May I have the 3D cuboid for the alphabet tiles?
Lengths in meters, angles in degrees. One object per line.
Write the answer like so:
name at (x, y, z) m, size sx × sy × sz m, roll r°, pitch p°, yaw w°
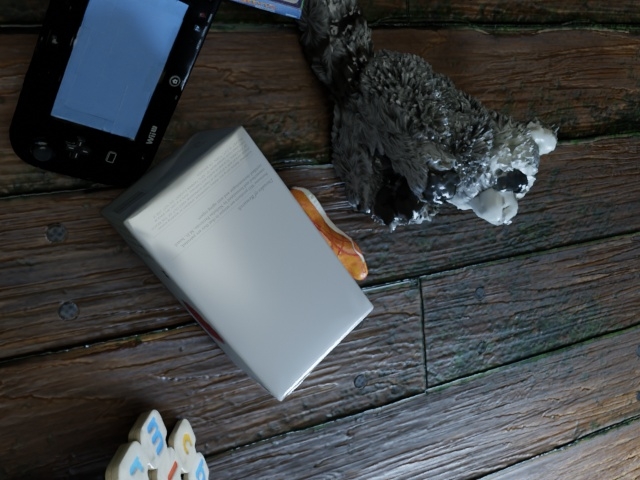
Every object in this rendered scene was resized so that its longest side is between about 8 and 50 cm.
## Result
alphabet tiles at (-0.184, 0.362, 0.803) m, size 0.021 × 0.278 × 0.284 m, roll -16°, pitch 105°, yaw 9°

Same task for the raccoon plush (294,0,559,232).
raccoon plush at (0.174, -0.221, 0.940) m, size 0.299 × 0.216 × 0.446 m, roll -25°, pitch 107°, yaw -30°

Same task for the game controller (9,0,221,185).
game controller at (-0.230, -0.209, 0.738) m, size 0.166 × 0.067 × 0.319 m, roll 18°, pitch 116°, yaw -26°

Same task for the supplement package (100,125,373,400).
supplement package at (-0.106, 0.025, 0.832) m, size 0.175 × 0.177 × 0.293 m, roll -43°, pitch 112°, yaw -16°

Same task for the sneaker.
sneaker at (0.000, 0.000, 0.951) m, size 0.175 × 0.064 × 0.067 m, roll 45°, pitch 73°, yaw -12°

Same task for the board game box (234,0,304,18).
board game box at (-0.105, -0.375, 0.818) m, size 0.201 × 0.035 × 0.136 m, roll 15°, pitch 90°, yaw -4°
